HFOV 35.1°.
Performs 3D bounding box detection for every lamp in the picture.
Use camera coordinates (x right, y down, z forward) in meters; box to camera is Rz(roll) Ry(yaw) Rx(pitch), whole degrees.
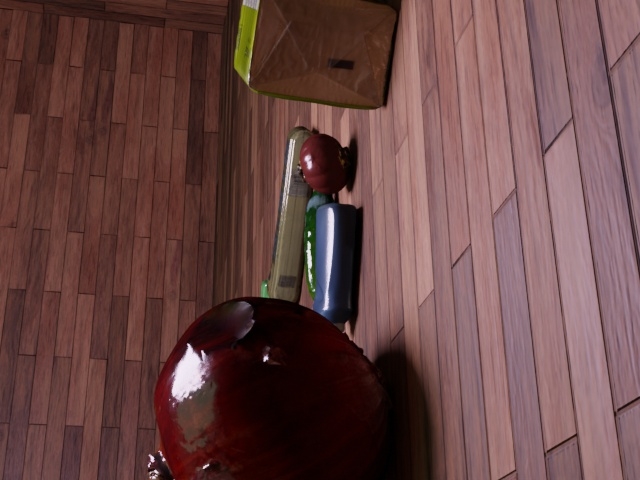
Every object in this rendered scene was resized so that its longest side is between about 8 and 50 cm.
[{"bbox_3d":[0.007,-0.124,1.640,0.101,0.090,0.101,-21,-90,-75],"label":"lamp"}]

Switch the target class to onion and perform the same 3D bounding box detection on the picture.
[{"bbox_3d":[-0.062,0.225,1.289,0.341,0.341,0.341,-175,90,-79],"label":"onion"}]

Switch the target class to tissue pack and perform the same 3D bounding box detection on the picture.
[{"bbox_3d":[-0.017,-0.301,1.543,0.275,0.200,0.167,-119,37,-71],"label":"tissue pack"}]

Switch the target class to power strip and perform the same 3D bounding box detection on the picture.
[{"bbox_3d":[-0.061,-0.032,2.014,0.092,0.066,0.387,-122,37,-75],"label":"power strip"}]

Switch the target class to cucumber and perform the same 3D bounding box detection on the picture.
[{"bbox_3d":[0.000,0.000,1.716,0.056,0.056,0.250,124,148,-69],"label":"cucumber"}]

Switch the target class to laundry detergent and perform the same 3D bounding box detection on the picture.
[{"bbox_3d":[0.023,0.049,1.565,0.096,0.061,0.206,156,118,-68],"label":"laundry detergent"}]

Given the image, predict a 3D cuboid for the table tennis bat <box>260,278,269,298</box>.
[{"bbox_3d":[-0.123,0.213,2.313,0.160,0.039,0.257,-130,43,-71],"label":"table tennis bat"}]
